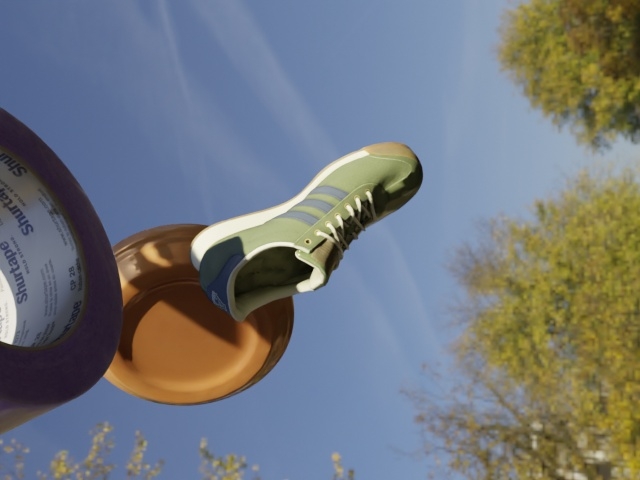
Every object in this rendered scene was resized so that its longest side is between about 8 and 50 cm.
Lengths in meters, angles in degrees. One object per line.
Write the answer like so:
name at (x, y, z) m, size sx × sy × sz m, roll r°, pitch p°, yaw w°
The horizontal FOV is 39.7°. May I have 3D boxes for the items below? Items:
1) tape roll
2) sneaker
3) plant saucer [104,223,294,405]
tape roll at (-0.201, 0.015, 0.486) m, size 0.189 × 0.080 × 0.189 m, roll 50°, pitch -157°, yaw -31°
sneaker at (0.000, 0.000, 0.658) m, size 0.086 × 0.192 × 0.064 m, roll -118°, pitch 3°, yaw -52°
plant saucer at (-0.121, 0.078, 0.809) m, size 0.037 × 0.200 × 0.200 m, roll -102°, pitch -5°, yaw -58°
